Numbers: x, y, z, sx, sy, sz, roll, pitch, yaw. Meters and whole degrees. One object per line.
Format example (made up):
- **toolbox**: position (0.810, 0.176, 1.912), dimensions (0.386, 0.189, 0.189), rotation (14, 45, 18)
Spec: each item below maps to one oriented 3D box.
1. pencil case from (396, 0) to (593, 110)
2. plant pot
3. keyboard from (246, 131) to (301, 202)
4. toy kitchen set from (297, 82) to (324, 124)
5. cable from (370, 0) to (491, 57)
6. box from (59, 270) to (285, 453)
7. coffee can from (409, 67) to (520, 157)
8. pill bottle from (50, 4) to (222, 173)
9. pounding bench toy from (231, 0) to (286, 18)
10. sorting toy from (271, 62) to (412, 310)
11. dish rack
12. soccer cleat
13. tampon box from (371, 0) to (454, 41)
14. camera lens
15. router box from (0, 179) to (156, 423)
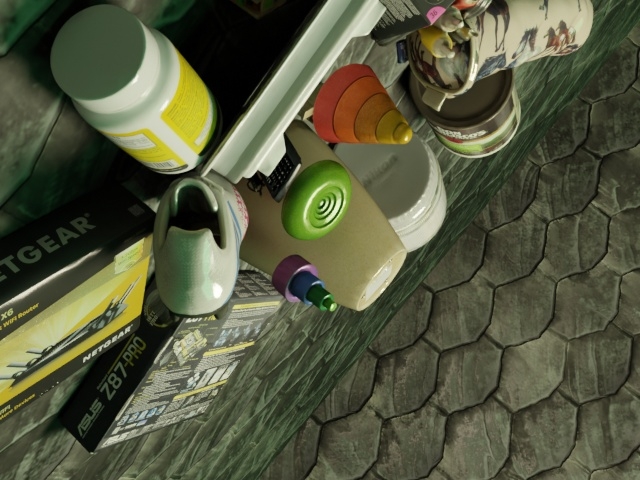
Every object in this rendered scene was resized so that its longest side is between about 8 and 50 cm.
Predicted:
- **pencil case**: position (0.318, -0.366, 1.463), dimensions (0.410, 0.160, 0.184), rotation (-25, 147, -39)
- **plant pot**: position (-0.002, -0.016, 1.387), dimensions (0.256, 0.274, 0.256), rotation (-46, 163, -18)
- **keyboard**: position (-0.084, -0.116, 1.209), dimensions (0.038, 0.192, 0.100), rotation (20, 110, -26)
- **toy kitchen set**: position (-0.006, -0.197, 1.359), dimensions (0.083, 0.068, 0.075), rotation (-37, 158, -39)
- **cable**: position (0.158, -0.348, 1.261), dimensions (0.072, 0.287, 0.140), rotation (25, 95, -32)
- **box**: position (-0.246, 0.204, 1.514), dimensions (0.318, 0.097, 0.395), rotation (-53, 163, 11)
- **coffee can**: position (0.307, -0.297, 1.733), dimensions (0.202, 0.201, 0.275), rotation (-53, 163, 5)
- **pill bottle**: position (-0.189, -0.155, 0.885), dimensions (0.119, 0.119, 0.208), rotation (-51, 163, -3)
- **pounding bench toy**: position (-0.083, -0.296, 0.983), dimensions (0.083, 0.052, 0.065), rotation (-41, 160, -32)
- **sorting toy**: position (0.037, -0.055, 1.179), dimensions (0.127, 0.126, 0.366), rotation (-5, 121, -47)
- **dish rack**: position (-0.029, -0.209, 1.068), dimensions (0.333, 0.072, 0.285), rotation (-54, -170, 6)
- **soccer cleat**: position (-0.148, -0.036, 1.057), dimensions (0.331, 0.115, 0.143), rotation (-103, -169, -59)
- **tampon box**: position (0.124, -0.364, 1.167), dimensions (0.120, 0.101, 0.161), rotation (-47, -160, -12)
- **camera lens**: position (0.134, -0.099, 1.659), dimensions (0.219, 0.219, 0.274), rotation (-51, 163, -2)
- **router box**: position (-0.351, 0.093, 1.034), dimensions (0.309, 0.081, 0.243), rotation (-37, 157, -40)
